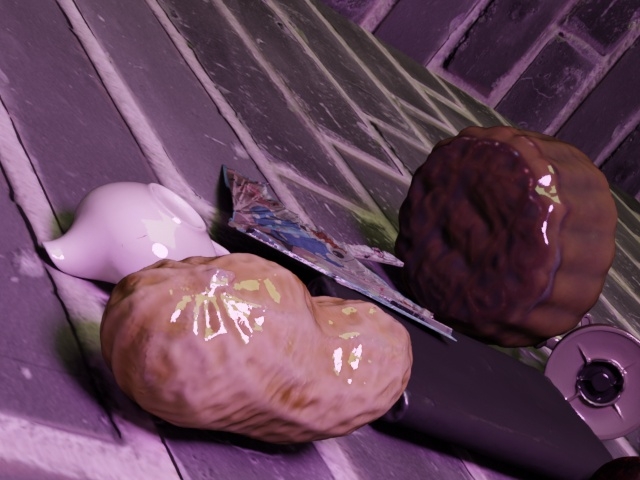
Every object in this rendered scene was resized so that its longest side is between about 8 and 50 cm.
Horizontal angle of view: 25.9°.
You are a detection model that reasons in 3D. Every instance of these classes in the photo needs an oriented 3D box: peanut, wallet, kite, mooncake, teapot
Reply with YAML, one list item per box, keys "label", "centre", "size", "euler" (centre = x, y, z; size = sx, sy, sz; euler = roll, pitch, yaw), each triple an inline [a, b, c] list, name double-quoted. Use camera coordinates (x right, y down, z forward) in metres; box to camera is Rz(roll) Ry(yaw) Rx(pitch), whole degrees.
- label: "peanut"
  centre: [-0.045, 0.091, 1.158]
  size: [0.325, 0.153, 0.140]
  euler: [11, 17, -44]
- label: "wallet"
  centre: [0.165, 0.173, 1.566]
  size: [0.406, 0.062, 0.228]
  euler: [24, 21, -40]
- label: "kite"
  centre: [0.000, -0.001, 1.629]
  size: [0.406, 0.014, 0.368]
  euler: [37, 13, 30]
- label: "mooncake"
  centre: [0.228, -0.005, 1.790]
  size: [0.161, 0.290, 0.290]
  euler: [9, 33, -46]
- label: "teapot"
  centre: [-0.150, 0.006, 1.280]
  size: [0.226, 0.092, 0.145]
  euler: [25, 22, -49]

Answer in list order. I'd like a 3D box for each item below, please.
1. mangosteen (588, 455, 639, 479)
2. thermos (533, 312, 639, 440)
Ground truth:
- label: "mangosteen"
  centre: [0.347, 0.308, 1.525]
  size: [0.140, 0.140, 0.140]
  euler: [36, 16, -12]
- label: "thermos"
  centre: [0.365, 0.172, 1.886]
  size: [0.176, 0.146, 0.265]
  euler: [31, 6, 6]
